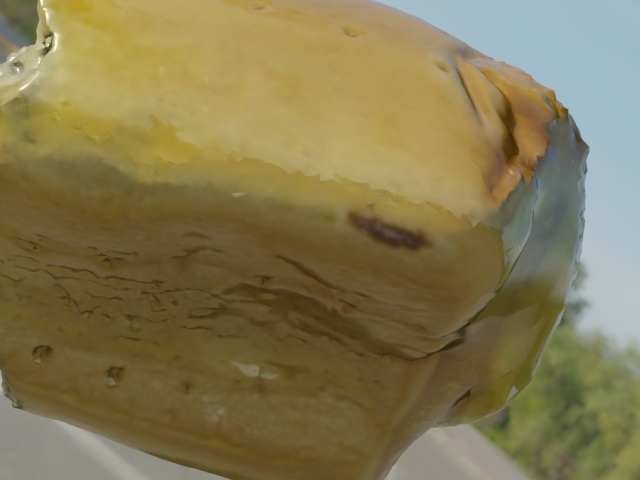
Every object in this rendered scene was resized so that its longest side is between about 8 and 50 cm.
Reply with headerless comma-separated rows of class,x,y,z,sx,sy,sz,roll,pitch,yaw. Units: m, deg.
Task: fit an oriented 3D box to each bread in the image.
bread,-0.024,-0.014,1.183,0.394,0.250,0.361,14,-42,0
